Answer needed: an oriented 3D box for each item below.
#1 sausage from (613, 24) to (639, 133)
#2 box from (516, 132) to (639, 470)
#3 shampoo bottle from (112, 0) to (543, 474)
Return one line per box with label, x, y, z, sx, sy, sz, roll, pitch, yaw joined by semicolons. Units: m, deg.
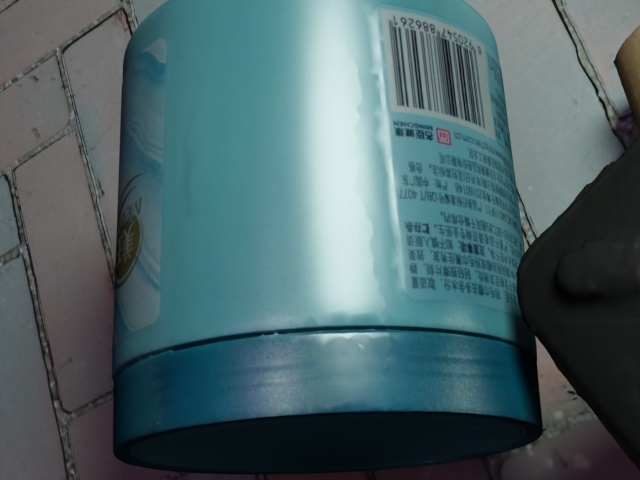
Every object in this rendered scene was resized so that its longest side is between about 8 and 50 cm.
sausage;0.322;-0.061;0.854;0.123;0.123;0.252;-25;66;23
box;0.322;0.033;0.634;0.350;0.091;0.359;-48;55;17
shampoo bottle;0.000;0.000;0.904;0.331;0.331;0.342;-12;70;28
